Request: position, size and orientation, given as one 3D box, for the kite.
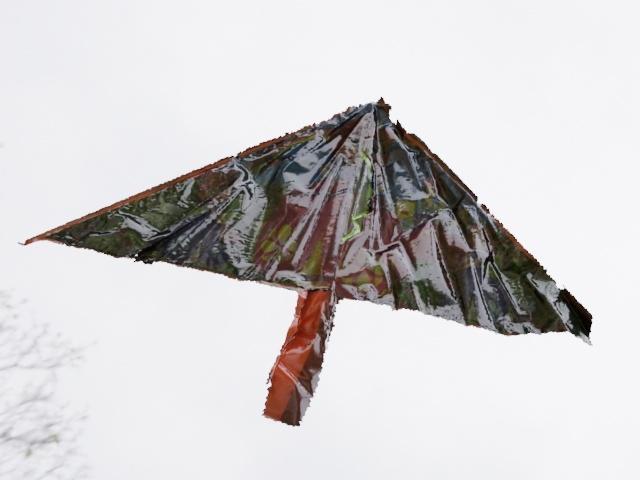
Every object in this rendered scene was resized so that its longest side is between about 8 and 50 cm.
[{"bbox_3d":[0.000,0.000,0.528,0.232,0.189,0.009,12,-43,4],"label":"kite"}]
